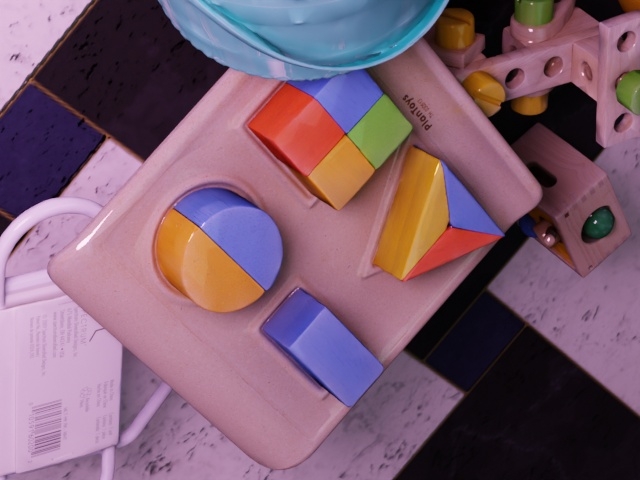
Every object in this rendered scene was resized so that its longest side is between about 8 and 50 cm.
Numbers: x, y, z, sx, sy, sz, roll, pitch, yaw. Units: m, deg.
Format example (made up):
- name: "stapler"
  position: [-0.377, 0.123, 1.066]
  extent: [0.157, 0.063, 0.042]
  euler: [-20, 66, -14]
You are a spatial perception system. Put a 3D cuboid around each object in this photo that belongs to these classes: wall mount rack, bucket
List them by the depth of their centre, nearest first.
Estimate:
- name: "bucket"
  position: [-0.017, -0.260, 1.331]
  extent: [0.281, 0.281, 0.183]
  euler: [-37, 162, -11]
- name: "wall mount rack"
  position: [-0.203, 0.074, 1.570]
  extent: [0.304, 0.130, 0.350]
  euler: [-14, 129, -28]

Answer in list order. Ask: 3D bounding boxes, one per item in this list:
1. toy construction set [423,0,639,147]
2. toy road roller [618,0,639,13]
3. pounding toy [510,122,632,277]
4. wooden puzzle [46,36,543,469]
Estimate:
- name: "toy construction set"
  position: [0.165, -0.127, 1.632]
  extent: [0.257, 0.237, 0.309]
  euler: [1, 121, -41]
- name: "toy road roller"
  position: [0.417, -0.206, 1.825]
  extent: [0.240, 0.202, 0.330]
  euler: [-11, 123, -19]
- name: "pounding toy"
  position: [0.239, -0.030, 1.844]
  extent: [0.100, 0.141, 0.130]
  euler: [-41, 139, -7]
- name: "wooden puzzle"
  position: [0.000, 0.000, 1.495]
  extent: [0.348, 0.080, 0.322]
  euler: [-46, 127, -3]
